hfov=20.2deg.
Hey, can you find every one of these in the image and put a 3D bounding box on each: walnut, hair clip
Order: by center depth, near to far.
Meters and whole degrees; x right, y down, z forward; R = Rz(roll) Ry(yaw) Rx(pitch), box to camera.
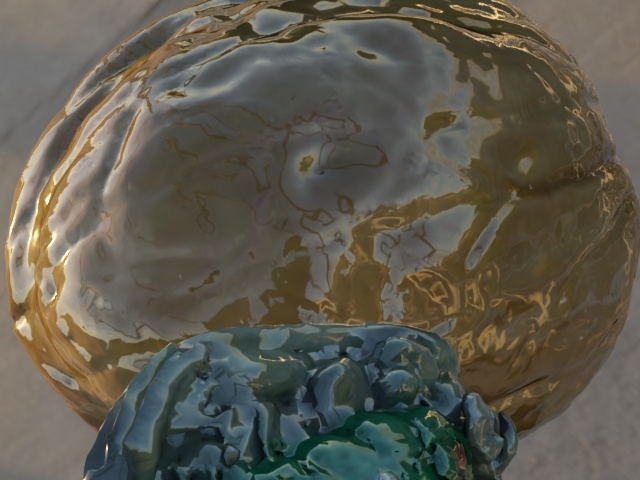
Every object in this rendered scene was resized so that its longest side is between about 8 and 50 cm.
[{"bbox_3d":[-0.004,0.186,0.466,0.091,0.138,0.321,24,111,54],"label":"hair clip"},{"bbox_3d":[-0.001,-0.002,0.893,0.313,0.252,0.277,-13,30,-13],"label":"walnut"}]
